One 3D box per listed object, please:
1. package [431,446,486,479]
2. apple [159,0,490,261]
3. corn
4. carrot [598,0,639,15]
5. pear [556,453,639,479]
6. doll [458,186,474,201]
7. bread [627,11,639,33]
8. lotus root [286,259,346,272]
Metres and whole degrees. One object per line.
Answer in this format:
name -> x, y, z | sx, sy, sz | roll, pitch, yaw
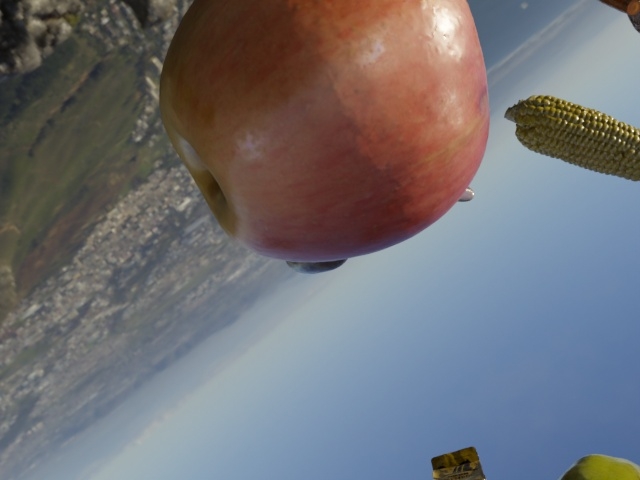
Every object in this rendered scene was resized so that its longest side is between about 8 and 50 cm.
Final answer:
package -> 0.187, 0.325, 1.039 | 0.071, 0.047, 0.131 | -17, 180, 5
apple -> -0.003, -0.153, 0.859 | 0.364, 0.364, 0.364 | -39, 178, -2
corn -> 0.558, -0.215, 1.640 | 0.130, 0.347, 0.130 | -59, 164, -28
carrot -> 0.368, -0.308, 0.973 | 0.032, 0.032, 0.093 | -40, -143, 12
pear -> 0.543, 0.555, 1.438 | 0.253, 0.253, 0.307 | -41, -160, 32
doll -> 0.160, -0.219, 1.463 | 0.215, 0.226, 0.370 | -29, 134, -18
bread -> 0.497, -0.433, 1.220 | 0.077, 0.271, 0.139 | -36, -144, 6
lotus root -> 0.000, 0.000, 1.585 | 0.145, 0.128, 0.260 | -34, -173, -20
